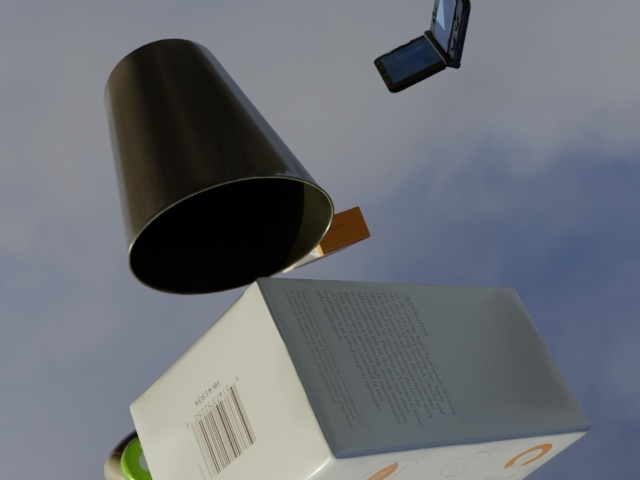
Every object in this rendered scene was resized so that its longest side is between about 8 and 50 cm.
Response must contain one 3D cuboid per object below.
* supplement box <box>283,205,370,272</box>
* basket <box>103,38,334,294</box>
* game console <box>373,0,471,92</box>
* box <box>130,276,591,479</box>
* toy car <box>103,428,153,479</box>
[{"bbox_3d":[0.000,0.000,1.211,0.062,0.036,0.098,-21,178,-28],"label":"supplement box"},{"bbox_3d":[-0.124,-0.081,1.153,0.204,0.154,0.226,-12,-130,-22],"label":"basket"},{"bbox_3d":[0.106,-0.221,1.243,0.071,0.107,0.122,4,-155,-10],"label":"game console"},{"bbox_3d":[0.041,0.163,1.067,0.215,0.345,0.168,-44,-123,34],"label":"box"},{"bbox_3d":[-0.112,0.200,1.179,0.188,0.149,0.155,-57,-179,-26],"label":"toy car"}]
